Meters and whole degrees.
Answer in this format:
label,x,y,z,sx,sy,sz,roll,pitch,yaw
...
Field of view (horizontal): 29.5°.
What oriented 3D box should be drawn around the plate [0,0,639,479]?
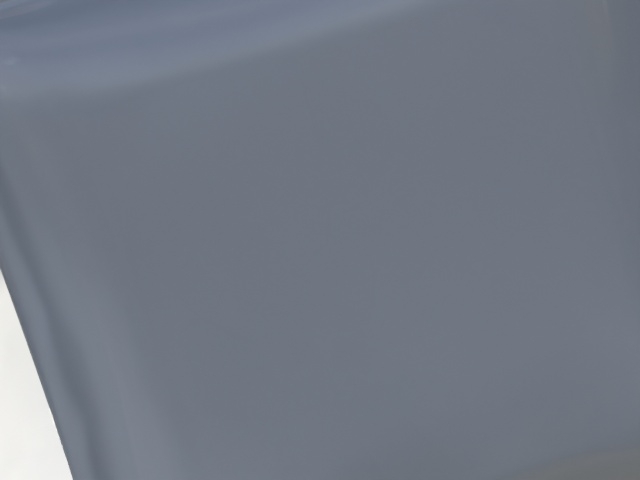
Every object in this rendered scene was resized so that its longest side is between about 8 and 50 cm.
label,x,y,z,sx,sy,sz,roll,pitch,yaw
plate,0.026,0.012,0.468,0.278,0.277,0.045,-18,-175,-5
